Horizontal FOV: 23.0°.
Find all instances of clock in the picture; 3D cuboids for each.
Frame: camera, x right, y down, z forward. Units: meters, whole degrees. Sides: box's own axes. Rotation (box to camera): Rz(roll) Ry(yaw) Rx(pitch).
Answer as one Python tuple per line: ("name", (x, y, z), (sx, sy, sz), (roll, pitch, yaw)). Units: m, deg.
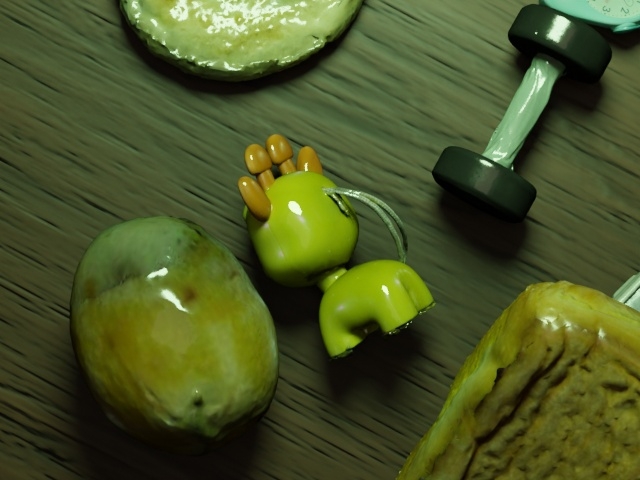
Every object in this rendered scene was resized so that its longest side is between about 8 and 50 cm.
("clock", (0.292, -0.250, 1.516), (0.147, 0.045, 0.108), (21, 89, 1))

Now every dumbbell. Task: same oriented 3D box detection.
("dumbbell", (0.191, -0.119, 1.484), (0.100, 0.100, 0.191), (29, 88, 2))

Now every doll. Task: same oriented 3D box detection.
("doll", (0.000, 0.000, 1.469), (0.135, 0.143, 0.220), (-32, 88, 34))

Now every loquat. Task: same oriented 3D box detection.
("loquat", (-0.138, 0.087, 1.444), (0.179, 0.179, 0.227), (-30, 86, -1))

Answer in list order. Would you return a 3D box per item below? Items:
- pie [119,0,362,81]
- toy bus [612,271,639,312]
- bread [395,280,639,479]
("pie", (-0.079, -0.289, 1.518), (0.274, 0.055, 0.274), (0, 88, 0))
("toy bus", (0.414, 0.006, 1.480), (0.138, 0.097, 0.342), (44, 90, 9))
("bread", (0.254, 0.222, 1.411), (0.328, 0.148, 0.337), (28, 117, 0))
